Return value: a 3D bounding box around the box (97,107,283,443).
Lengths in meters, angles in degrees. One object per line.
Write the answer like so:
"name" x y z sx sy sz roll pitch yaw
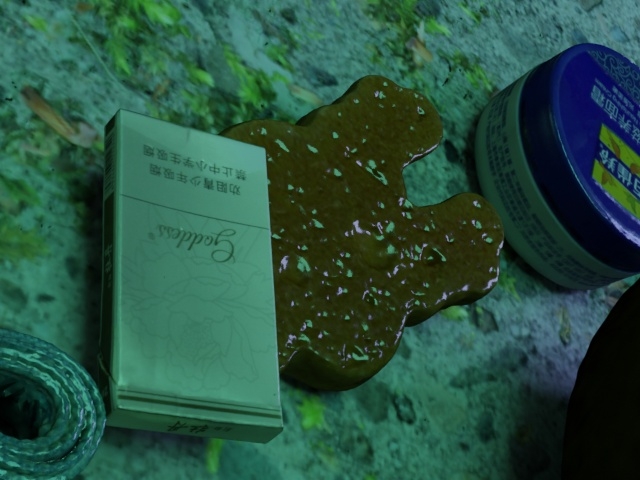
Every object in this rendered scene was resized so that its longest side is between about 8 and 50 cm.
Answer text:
"box" -0.080 0.020 0.680 0.109 0.029 0.198 13 58 -31

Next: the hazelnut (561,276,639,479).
"hazelnut" 0.361 0.192 0.785 0.353 0.421 0.421 -36 92 -8

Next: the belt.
"belt" -0.246 0.041 0.553 0.302 0.072 0.087 35 52 -23

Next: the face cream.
"face cream" 0.236 -0.062 0.998 0.206 0.111 0.206 19 56 -31

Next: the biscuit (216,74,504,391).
"biscuit" 0.000 0.000 0.800 0.334 0.047 0.202 -29 86 -43
